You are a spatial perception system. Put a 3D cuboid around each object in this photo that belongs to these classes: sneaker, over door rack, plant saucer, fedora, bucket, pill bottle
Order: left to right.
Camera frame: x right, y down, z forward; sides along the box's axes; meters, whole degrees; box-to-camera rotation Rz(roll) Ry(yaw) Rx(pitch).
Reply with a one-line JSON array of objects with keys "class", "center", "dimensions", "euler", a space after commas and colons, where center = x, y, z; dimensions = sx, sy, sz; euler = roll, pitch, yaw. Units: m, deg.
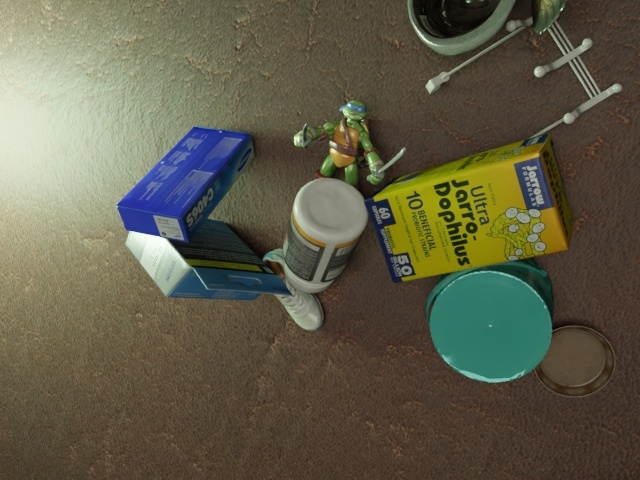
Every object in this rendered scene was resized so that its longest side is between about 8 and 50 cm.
[{"class": "sneaker", "center": [-0.077, 0.131, 1.416], "dimensions": [0.087, 0.092, 0.229], "euler": [-34, 87, 19]}, {"class": "pill bottle", "center": [0.000, 0.000, 1.272], "dimensions": [0.162, 0.162, 0.278], "euler": [37, 148, 10]}, {"class": "fedora", "center": [0.313, -0.503, 1.148], "dimensions": [0.275, 0.124, 0.244], "euler": [-13, 88, 50]}, {"class": "bucket", "center": [0.364, 0.156, 1.217], "dimensions": [0.281, 0.183, 0.281], "euler": [4, 102, 17]}, {"class": "over door rack", "center": [0.414, -0.319, 1.178], "dimensions": [0.324, 0.108, 0.239], "euler": [-32, 87, 20]}, {"class": "plant saucer", "center": [0.557, 0.264, 1.249], "dimensions": [0.168, 0.029, 0.168], "euler": [2, 102, 12]}]

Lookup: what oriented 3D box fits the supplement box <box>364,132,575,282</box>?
[{"class": "supplement box", "center": [0.305, -0.062, 1.159], "dimensions": [0.356, 0.195, 0.194], "euler": [-15, 102, 31]}]

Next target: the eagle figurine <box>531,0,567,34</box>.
[{"class": "eagle figurine", "center": [0.440, -0.544, 1.022], "dimensions": [0.298, 0.225, 0.226], "euler": [-36, 78, -23]}]

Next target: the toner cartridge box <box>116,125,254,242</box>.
[{"class": "toner cartridge box", "center": [-0.302, -0.143, 1.324], "dimensions": [0.165, 0.348, 0.075], "euler": [12, 134, 16]}]

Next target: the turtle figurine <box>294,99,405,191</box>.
[{"class": "turtle figurine", "center": [0.035, -0.164, 1.261], "dimensions": [0.197, 0.275, 0.266], "euler": [3, 126, -13]}]

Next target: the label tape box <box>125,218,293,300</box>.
[{"class": "label tape box", "center": [-0.262, 0.063, 1.316], "dimensions": [0.347, 0.249, 0.115], "euler": [42, 112, 39]}]
